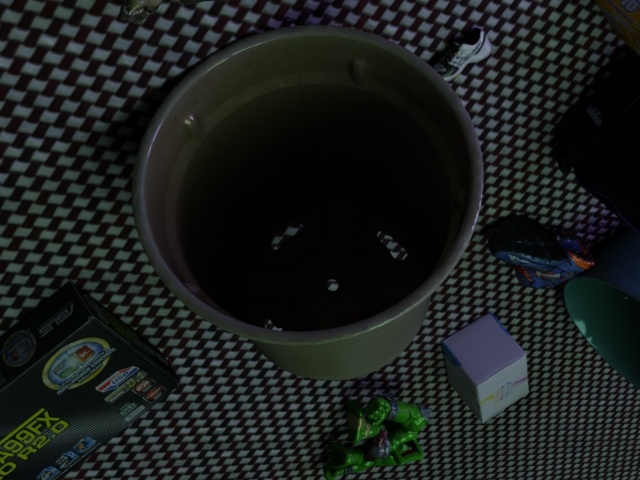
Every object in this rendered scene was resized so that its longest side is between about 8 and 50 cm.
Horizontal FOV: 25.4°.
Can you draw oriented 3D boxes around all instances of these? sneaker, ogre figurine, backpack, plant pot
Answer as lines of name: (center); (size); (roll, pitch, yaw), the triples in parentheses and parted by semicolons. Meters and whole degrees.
sneaker: (0.151, -0.209, 1.591); (0.083, 0.032, 0.037); (-36, 133, -12)
sneaker: (0.298, 0.029, 1.969); (0.221, 0.083, 0.087); (14, 127, -48)
ogre figurine: (0.085, 0.288, 2.070); (0.118, 0.097, 0.197); (1, 121, -28)
backpack: (0.472, -0.132, 1.772); (0.213, 0.276, 0.263); (10, 113, -35)
plant pot: (0.000, 0.000, 1.474); (0.333, 0.334, 0.305); (-32, 157, -8)
plant pot: (0.544, 0.077, 2.086); (0.235, 0.293, 0.293); (-46, 149, -15)

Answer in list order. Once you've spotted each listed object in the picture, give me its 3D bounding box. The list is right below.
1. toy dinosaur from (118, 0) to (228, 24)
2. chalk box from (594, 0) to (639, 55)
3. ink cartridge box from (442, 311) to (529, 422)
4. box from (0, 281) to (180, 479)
toy dinosaur: (-0.068, -0.261, 1.296); (0.268, 0.064, 0.118); (-13, 146, -35)
chalk box: (0.441, -0.305, 1.645); (0.213, 0.132, 0.132); (-43, 147, 8)
ink cartridge box: (0.246, 0.193, 2.106); (0.090, 0.092, 0.143); (-32, 148, -10)
box: (-0.319, 0.188, 1.601); (0.270, 0.060, 0.216); (-38, 147, 1)
